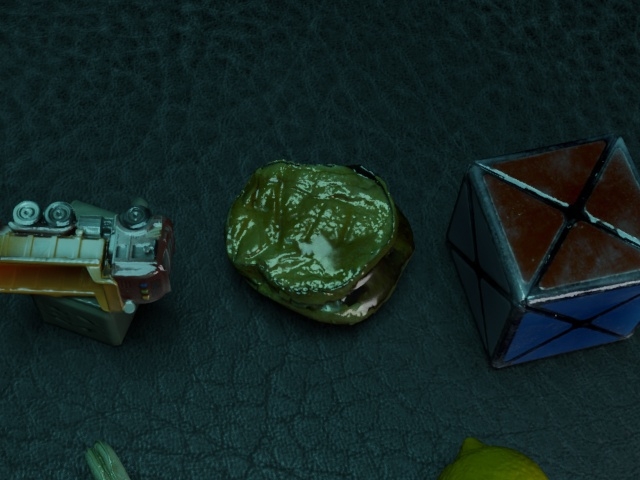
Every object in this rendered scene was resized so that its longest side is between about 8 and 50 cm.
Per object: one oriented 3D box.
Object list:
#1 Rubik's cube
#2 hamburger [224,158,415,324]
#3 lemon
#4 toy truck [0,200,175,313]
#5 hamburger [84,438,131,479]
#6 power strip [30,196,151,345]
[{"bbox_3d":[0.354,0.018,1.604,0.259,0.260,0.254,-9,62,-10],"label":"Rubik's cube"},{"bbox_3d":[0.000,-0.002,1.665,0.285,0.134,0.265,27,71,17],"label":"hamburger"},{"bbox_3d":[0.243,0.388,1.443,0.187,0.187,0.244,-15,67,-11],"label":"lemon"},{"bbox_3d":[-0.347,0.024,1.483,0.270,0.114,0.135,2,60,-2],"label":"toy truck"},{"bbox_3d":[-0.303,0.336,1.496,0.054,0.084,0.121,-25,65,-13],"label":"hamburger"},{"bbox_3d":[-0.336,0.026,1.624,0.140,0.139,0.224,17,63,6],"label":"power strip"}]
